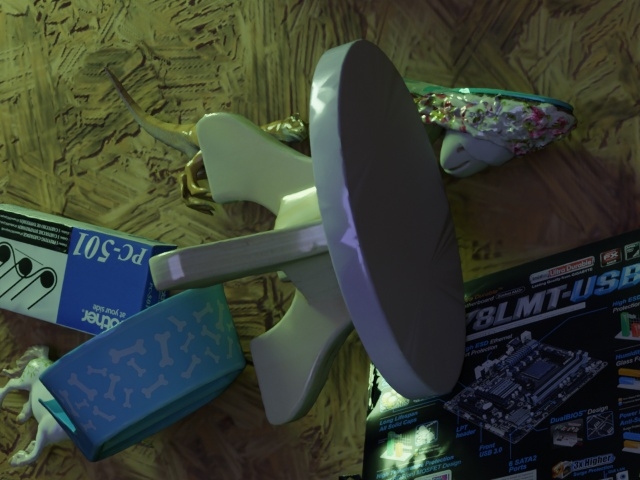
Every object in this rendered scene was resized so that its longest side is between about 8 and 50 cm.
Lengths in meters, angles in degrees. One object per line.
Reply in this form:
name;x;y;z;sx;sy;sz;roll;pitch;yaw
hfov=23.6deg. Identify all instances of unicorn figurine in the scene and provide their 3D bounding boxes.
unicorn figurine;-0.253;0.166;1.456;0.111;0.060;0.162;-42;71;20

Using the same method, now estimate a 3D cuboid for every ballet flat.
ballet flat;0.099;-0.093;1.272;0.241;0.091;0.077;14;87;36

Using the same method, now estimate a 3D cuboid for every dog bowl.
dog bowl;-0.147;0.118;1.292;0.166;0.297;0.074;-27;82;-16

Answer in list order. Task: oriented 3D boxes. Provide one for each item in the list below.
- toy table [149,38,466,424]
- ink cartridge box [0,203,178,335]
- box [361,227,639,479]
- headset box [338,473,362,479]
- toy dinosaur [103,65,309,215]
toy table;0.000;0.000;1.200;0.160;0.252;0.274;-17;71;28
ink cartridge box;-0.240;0.030;1.464;0.207;0.046;0.097;14;95;27
box;0.172;0.142;1.150;0.295;0.073;0.293;-18;43;24
headset box;0.032;0.243;1.321;0.062;0.032;0.083;-10;84;27
toy dinosaur;-0.107;-0.087;1.403;0.211;0.064;0.112;8;73;18
